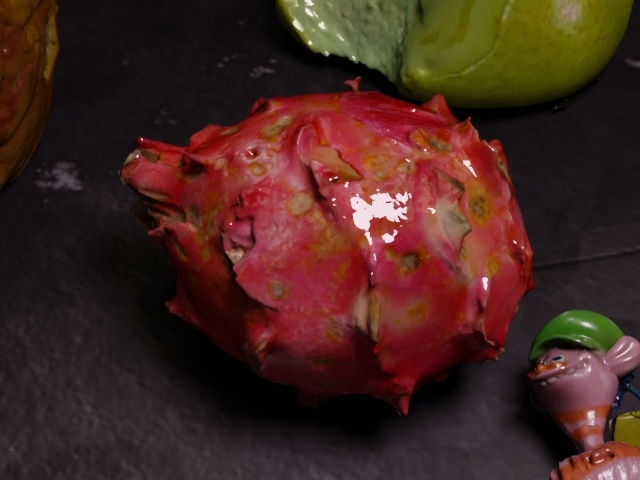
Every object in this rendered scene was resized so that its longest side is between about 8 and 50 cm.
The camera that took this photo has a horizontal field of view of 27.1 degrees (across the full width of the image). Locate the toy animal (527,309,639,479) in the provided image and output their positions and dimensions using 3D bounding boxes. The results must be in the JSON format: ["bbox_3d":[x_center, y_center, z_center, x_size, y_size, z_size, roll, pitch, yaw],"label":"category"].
[{"bbox_3d":[0.177,0.129,0.772,0.103,0.100,0.208,35,16,-23],"label":"toy animal"}]

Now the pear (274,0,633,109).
[{"bbox_3d":[0.100,-0.260,1.005,0.286,0.282,0.176,27,44,20],"label":"pear"}]

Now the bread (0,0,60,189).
[{"bbox_3d":[-0.275,-0.124,0.874,0.148,0.270,0.270,17,49,19],"label":"bread"}]

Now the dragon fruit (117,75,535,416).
[{"bbox_3d":[0.000,0.000,0.821,0.268,0.210,0.205,15,9,7],"label":"dragon fruit"}]
